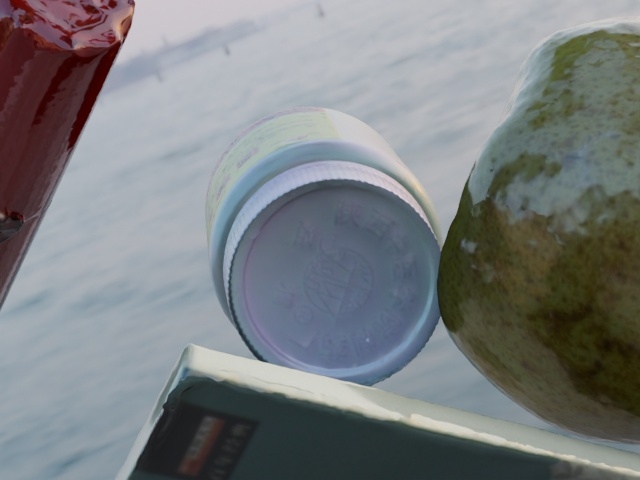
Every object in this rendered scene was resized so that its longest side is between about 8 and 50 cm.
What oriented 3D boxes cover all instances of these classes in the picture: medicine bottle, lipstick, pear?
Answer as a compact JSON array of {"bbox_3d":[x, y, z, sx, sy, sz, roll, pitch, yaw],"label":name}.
[{"bbox_3d":[0.000,0.000,0.950,0.139,0.139,0.225,-22,14,0],"label":"medicine bottle"},{"bbox_3d":[-0.161,-0.031,0.753,0.073,0.073,0.279,-29,-17,-38],"label":"lipstick"},{"bbox_3d":[0.179,0.005,0.795,0.211,0.228,0.188,26,34,23],"label":"pear"}]

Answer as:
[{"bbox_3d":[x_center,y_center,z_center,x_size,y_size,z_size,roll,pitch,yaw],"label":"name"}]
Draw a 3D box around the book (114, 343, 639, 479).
[{"bbox_3d":[0.052,0.189,0.767,0.379,0.264,0.031,15,31,-24],"label":"book"}]
